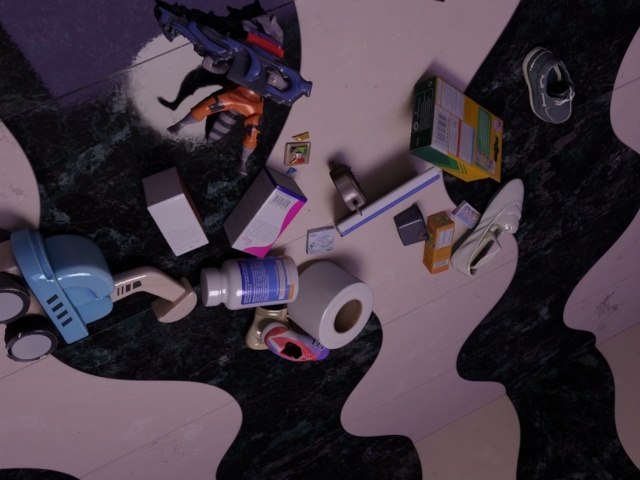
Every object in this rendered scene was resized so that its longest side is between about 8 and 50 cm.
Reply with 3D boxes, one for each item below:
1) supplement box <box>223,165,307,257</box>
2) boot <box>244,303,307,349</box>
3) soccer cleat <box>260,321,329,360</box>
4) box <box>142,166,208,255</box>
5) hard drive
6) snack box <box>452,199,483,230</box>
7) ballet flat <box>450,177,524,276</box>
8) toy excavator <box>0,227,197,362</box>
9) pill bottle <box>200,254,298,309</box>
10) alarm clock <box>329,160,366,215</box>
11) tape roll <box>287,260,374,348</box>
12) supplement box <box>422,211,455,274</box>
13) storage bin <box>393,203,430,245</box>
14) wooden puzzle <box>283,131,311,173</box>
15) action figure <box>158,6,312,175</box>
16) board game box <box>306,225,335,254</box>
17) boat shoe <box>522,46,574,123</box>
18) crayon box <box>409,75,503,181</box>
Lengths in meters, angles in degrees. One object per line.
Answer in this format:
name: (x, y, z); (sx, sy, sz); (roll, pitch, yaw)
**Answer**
supplement box: (-0.156, -0.076, 1.316); (0.111, 0.114, 0.220); (23, 113, -41)
boot: (-0.121, 0.278, 1.661); (0.262, 0.095, 0.203); (2, 125, -26)
soccer cleat: (-0.067, 0.370, 1.617); (0.109, 0.116, 0.318); (-51, 134, 7)
box: (-0.363, -0.072, 1.197); (0.091, 0.130, 0.170); (-23, 135, -8)
hard drive: (0.192, -0.109, 1.431); (0.318, 0.040, 0.210); (-31, 179, 0)
snack box: (0.551, -0.084, 1.745); (0.178, 0.022, 0.064); (28, 111, -41)
ballet flat: (0.629, -0.031, 1.725); (0.139, 0.139, 0.400); (16, 116, -37)
toy excavator: (-0.570, 0.121, 1.222); (0.445, 0.222, 0.433); (-23, 137, -20)
pill bottle: (-0.215, 0.127, 1.434); (0.272, 0.152, 0.152); (-3, 129, -25)
alarm clock: (0.085, -0.137, 1.332); (0.064, 0.192, 0.129); (-28, 137, 11)
tape roll: (0.035, 0.210, 1.575); (0.246, 0.169, 0.246); (-25, 129, -34)
supplement box: (0.426, 0.012, 1.726); (0.080, 0.078, 0.233); (-15, 133, -12)
storage bin: (0.308, -0.039, 1.614); (0.091, 0.098, 0.135); (-23, 136, 6)
wooden puzzle: (-0.062, -0.235, 1.297); (0.078, 0.014, 0.116); (-13, 133, -17)
action figure: (-0.207, -0.360, 1.053); (0.341, 0.178, 0.330); (32, 104, -14)
board game box: (0.000, 0.000, 1.529); (0.090, 0.020, 0.090); (-11, 133, -19)
boat shoe: (0.713, -0.450, 1.456); (0.116, 0.099, 0.319); (-42, 134, 11)
crayon box: (0.392, -0.298, 1.353); (0.323, 0.083, 0.203); (16, 75, -36)
